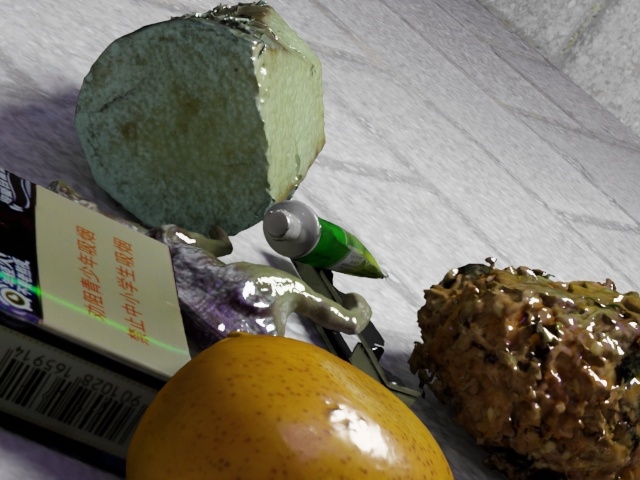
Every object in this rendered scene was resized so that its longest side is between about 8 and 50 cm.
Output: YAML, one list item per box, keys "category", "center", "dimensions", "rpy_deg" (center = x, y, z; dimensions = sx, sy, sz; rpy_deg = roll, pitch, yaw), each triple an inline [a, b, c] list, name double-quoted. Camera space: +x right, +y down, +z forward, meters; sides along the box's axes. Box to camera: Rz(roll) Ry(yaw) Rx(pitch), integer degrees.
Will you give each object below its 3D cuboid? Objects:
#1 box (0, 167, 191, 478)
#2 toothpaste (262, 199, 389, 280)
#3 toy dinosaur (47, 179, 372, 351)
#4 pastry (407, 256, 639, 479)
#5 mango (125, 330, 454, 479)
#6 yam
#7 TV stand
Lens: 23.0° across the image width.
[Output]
- category: "box"
  center: [-0.237, 0.019, 1.026]
  dimensions: [0.310, 0.084, 0.198]
  rpy_deg: [26, 21, -23]
- category: "toothpaste"
  center: [0.000, 0.000, 1.367]
  dimensions: [0.078, 0.047, 0.248]
  rpy_deg: [34, 3, 18]
- category: "toy dinosaur"
  center: [-0.090, 0.039, 1.251]
  dimensions: [0.294, 0.077, 0.162]
  rpy_deg: [26, 17, 14]
- category: "pastry"
  center: [0.216, 0.110, 1.400]
  dimensions: [0.275, 0.193, 0.275]
  rpy_deg: [29, 20, -12]
- category: "mango"
  center: [-0.004, 0.155, 0.992]
  dimensions: [0.191, 0.160, 0.290]
  rpy_deg: [34, 9, 12]
- category: "yam"
  center: [-0.099, -0.123, 1.441]
  dimensions: [0.201, 0.202, 0.271]
  rpy_deg: [2, 16, 18]
- category: "TV stand"
  center: [0.019, 0.070, 1.403]
  dimensions: [0.036, 0.042, 0.249]
  rpy_deg: [19, 24, -33]
